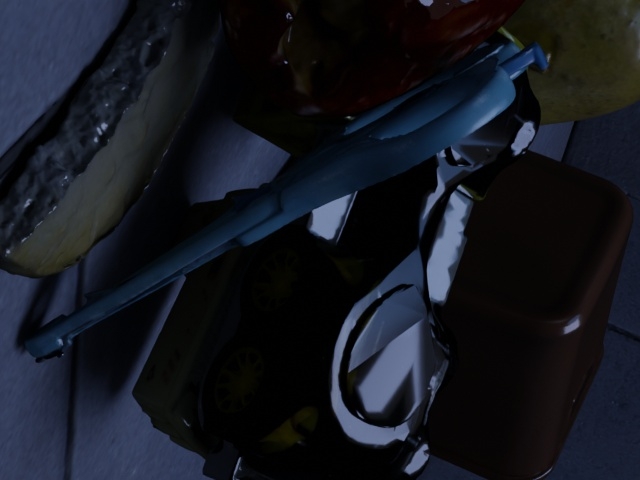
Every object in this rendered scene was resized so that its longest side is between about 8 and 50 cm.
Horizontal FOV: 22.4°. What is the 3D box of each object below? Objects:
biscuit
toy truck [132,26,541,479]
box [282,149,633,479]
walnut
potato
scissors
[{"bbox_3d":[-0.124,-0.073,1.042,0.141,0.038,0.290,92,24,-59],"label":"biscuit"},{"bbox_3d":[0.000,0.000,1.251,0.180,0.254,0.405,29,76,-38],"label":"toy truck"},{"bbox_3d":[0.115,0.040,1.589,0.229,0.339,0.239,96,21,-47],"label":"box"},{"bbox_3d":[0.037,-0.226,1.038,0.244,0.222,0.269,56,44,-24],"label":"walnut"},{"bbox_3d":[0.228,-0.204,1.741,0.290,0.296,0.397,-58,164,-29],"label":"potato"},{"bbox_3d":[-0.028,-0.027,1.059,0.393,0.032,0.180,-30,-170,7],"label":"scissors"}]
